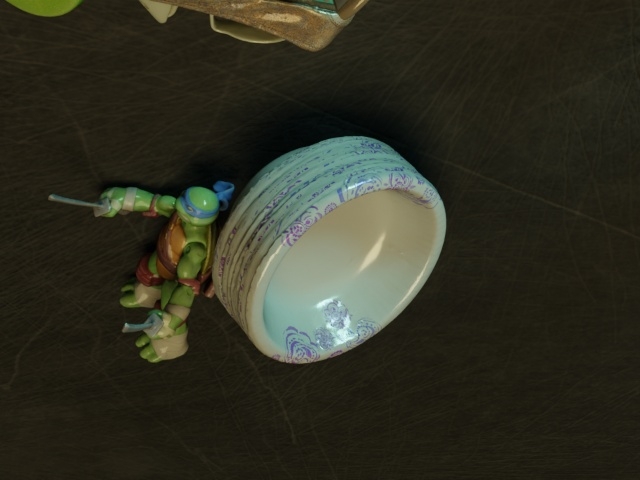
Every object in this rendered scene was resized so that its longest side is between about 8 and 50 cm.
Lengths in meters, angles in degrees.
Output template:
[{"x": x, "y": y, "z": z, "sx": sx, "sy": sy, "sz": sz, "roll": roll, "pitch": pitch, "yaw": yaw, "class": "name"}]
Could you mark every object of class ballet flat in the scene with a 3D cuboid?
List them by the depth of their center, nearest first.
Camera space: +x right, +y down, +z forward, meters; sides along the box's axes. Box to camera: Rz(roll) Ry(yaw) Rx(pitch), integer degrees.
[{"x": -0.118, "y": -0.263, "z": 1.192, "sx": 0.316, "sy": 0.108, "sz": 0.106, "roll": 17, "pitch": 143, "yaw": -15, "class": "ballet flat"}]

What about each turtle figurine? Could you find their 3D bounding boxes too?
[{"x": -0.235, "y": 0.040, "z": 1.465, "sx": 0.198, "sy": 0.275, "sz": 0.266, "roll": 35, "pitch": 143, "yaw": 13, "class": "turtle figurine"}]

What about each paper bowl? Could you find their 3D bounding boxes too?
[{"x": 0.000, "y": 0.000, "z": 1.397, "sx": 0.284, "sy": 0.148, "sz": 0.284, "roll": -24, "pitch": 138, "yaw": -24, "class": "paper bowl"}]

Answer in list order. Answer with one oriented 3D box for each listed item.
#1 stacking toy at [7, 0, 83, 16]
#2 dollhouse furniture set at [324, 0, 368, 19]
[{"x": -0.375, "y": -0.298, "z": 1.073, "sx": 0.279, "sy": 0.130, "sz": 0.309, "roll": 11, "pitch": 140, "yaw": 18, "class": "stacking toy"}, {"x": 0.004, "y": -0.358, "z": 0.961, "sx": 0.303, "sy": 0.198, "sz": 0.286, "roll": 30, "pitch": 120, "yaw": -35, "class": "dollhouse furniture set"}]
